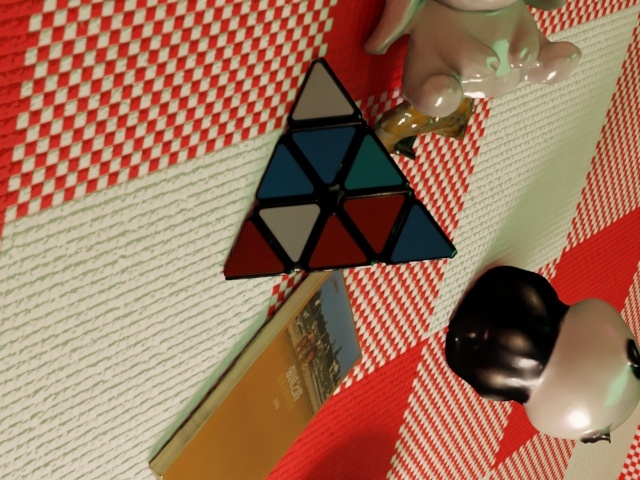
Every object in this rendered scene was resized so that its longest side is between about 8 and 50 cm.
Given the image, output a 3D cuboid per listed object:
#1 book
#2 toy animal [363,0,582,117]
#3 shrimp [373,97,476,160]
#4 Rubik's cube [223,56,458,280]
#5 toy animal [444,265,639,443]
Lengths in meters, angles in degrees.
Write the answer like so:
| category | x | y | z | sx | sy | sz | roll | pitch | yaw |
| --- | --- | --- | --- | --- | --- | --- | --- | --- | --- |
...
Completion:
| category | x | y | z | sx | sy | sz | roll | pitch | yaw |
| --- | --- | --- | --- | --- | --- | --- | --- | --- | --- |
| book | -0.072 | 0.222 | 1.947 | 0.374 | 0.028 | 0.262 | -50 | 151 | -23 |
| toy animal | 0.178 | -0.310 | 1.742 | 0.271 | 0.206 | 0.265 | -19 | 127 | -16 |
| shrimp | 0.137 | -0.146 | 1.914 | 0.145 | 0.059 | 0.254 | -31 | 171 | 6 |
| Rubik's cube | 0.000 | 0.000 | 1.735 | 0.234 | 0.250 | 0.284 | -35 | 152 | -11 |
| toy animal | 0.382 | 0.198 | 2.437 | 0.251 | 0.310 | 0.251 | -44 | 148 | -37 |
